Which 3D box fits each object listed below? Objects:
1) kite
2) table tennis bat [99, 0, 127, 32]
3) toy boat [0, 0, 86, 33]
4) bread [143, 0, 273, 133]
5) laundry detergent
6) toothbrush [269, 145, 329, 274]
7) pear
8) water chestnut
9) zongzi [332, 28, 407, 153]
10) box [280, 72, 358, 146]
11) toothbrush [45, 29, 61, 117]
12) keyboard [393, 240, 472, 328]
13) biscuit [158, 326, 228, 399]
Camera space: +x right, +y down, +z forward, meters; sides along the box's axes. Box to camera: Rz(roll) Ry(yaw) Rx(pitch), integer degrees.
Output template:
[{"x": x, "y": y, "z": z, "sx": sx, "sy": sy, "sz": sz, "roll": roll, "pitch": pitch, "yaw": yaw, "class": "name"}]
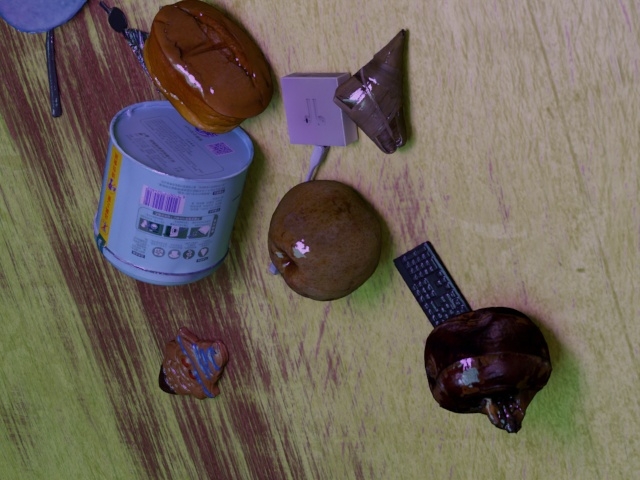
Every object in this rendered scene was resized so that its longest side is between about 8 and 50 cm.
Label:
[{"x": -0.328, "y": -0.394, "z": 2.111, "sx": 0.232, "sy": 0.009, "sz": 0.189, "roll": 22, "pitch": 123, "yaw": 26, "class": "kite"}, {"x": -0.442, "y": -0.479, "z": 2.161, "sx": 0.083, "sy": 0.007, "sz": 0.050, "roll": 46, "pitch": 131, "yaw": 9, "class": "table tennis bat"}, {"x": -0.574, "y": -0.585, "z": 2.123, "sx": 0.215, "sy": 0.123, "sz": 0.330, "roll": 18, "pitch": 133, "yaw": -21, "class": "toy boat"}, {"x": -0.214, "y": -0.333, "z": 1.932, "sx": 0.270, "sy": 0.195, "sz": 0.142, "roll": 53, "pitch": 139, "yaw": -1, "class": "bread"}, {"x": -0.306, "y": -0.081, "z": 2.055, "sx": 0.287, "sy": 0.287, "sz": 0.305, "roll": 34, "pitch": 127, "yaw": 21, "class": "laundry detergent"}, {"x": -0.048, "y": -0.058, "z": 2.039, "sx": 0.025, "sy": 0.030, "sz": 0.342, "roll": 37, "pitch": 128, "yaw": 19, "class": "toothbrush"}, {"x": 0.000, "y": 0.000, "z": 1.907, "sx": 0.228, "sy": 0.211, "sz": 0.188, "roll": 50, "pitch": 134, "yaw": 9, "class": "pear"}, {"x": 0.290, "y": 0.229, "z": 1.774, "sx": 0.223, "sy": 0.223, "sz": 0.238, "roll": -34, "pitch": 57, "yaw": 42, "class": "water chestnut"}, {"x": 0.132, "y": -0.257, "z": 1.793, "sx": 0.176, "sy": 0.078, "sz": 0.160, "roll": -41, "pitch": 105, "yaw": 15, "class": "zongzi"}, {"x": -0.001, "y": -0.247, "z": 1.899, "sx": 0.130, "sy": 0.051, "sz": 0.129, "roll": 7, "pitch": 114, "yaw": 36, "class": "box"}, {"x": -0.618, "y": -0.419, "z": 2.314, "sx": 0.030, "sy": 0.030, "sz": 0.297, "roll": 41, "pitch": 137, "yaw": 50, "class": "toothbrush"}, {"x": 0.248, "y": 0.151, "z": 1.916, "sx": 0.101, "sy": 0.018, "sz": 0.310, "roll": -32, "pitch": 90, "yaw": 41, "class": "keyboard"}, {"x": -0.312, "y": 0.303, "z": 2.415, "sx": 0.280, "sy": 0.043, "sz": 0.183, "roll": -32, "pitch": 87, "yaw": 39, "class": "biscuit"}]
